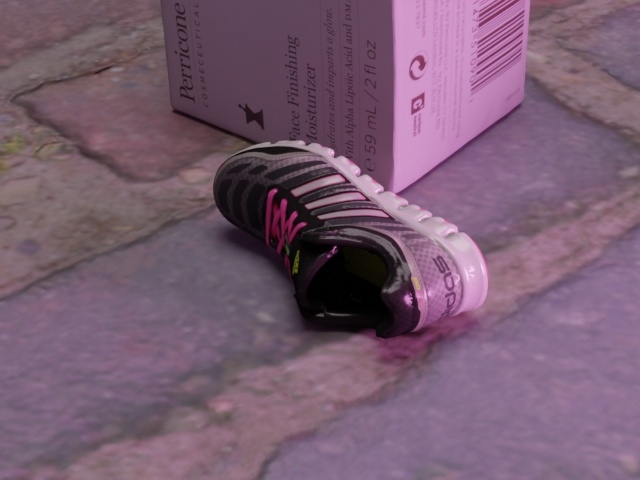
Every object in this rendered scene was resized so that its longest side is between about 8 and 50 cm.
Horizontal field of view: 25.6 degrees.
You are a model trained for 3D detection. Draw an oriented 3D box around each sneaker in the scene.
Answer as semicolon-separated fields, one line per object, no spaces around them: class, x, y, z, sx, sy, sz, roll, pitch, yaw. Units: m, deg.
sneaker;0.000;0.000;0.728;0.170;0.063;0.075;28;38;29

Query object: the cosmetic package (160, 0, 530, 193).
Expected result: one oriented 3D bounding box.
cosmetic package;0.015;-0.148;0.869;0.184;0.151;0.151;23;41;32
